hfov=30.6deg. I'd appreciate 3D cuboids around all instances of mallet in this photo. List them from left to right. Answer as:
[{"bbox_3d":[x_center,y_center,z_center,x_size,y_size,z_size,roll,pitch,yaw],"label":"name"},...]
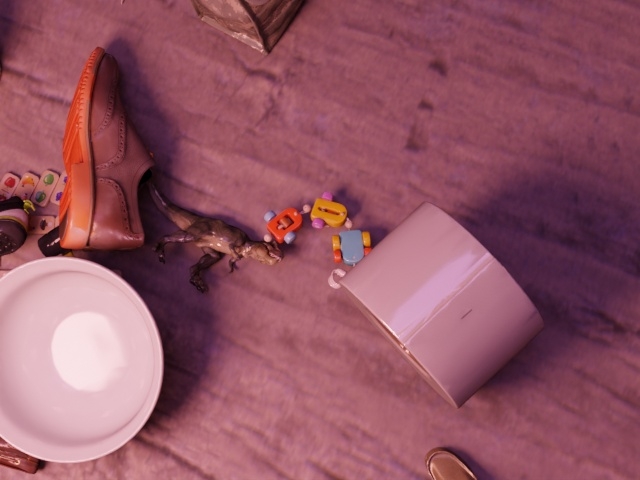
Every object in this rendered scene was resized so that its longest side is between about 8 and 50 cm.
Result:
[{"bbox_3d":[-0.370,0.066,1.791,0.062,0.039,0.189,-23,94,11],"label":"mallet"}]

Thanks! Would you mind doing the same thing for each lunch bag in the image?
[{"bbox_3d":[-0.096,-0.456,1.769,0.169,0.287,0.235,30,81,14],"label":"lunch bag"}]

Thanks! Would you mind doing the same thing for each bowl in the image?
[{"bbox_3d":[-0.354,0.167,1.715,0.298,0.134,0.298,0,93,10],"label":"bowl"}]

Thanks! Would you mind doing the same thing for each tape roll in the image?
[{"bbox_3d":[0.167,0.089,1.623,0.169,0.246,0.246,-43,75,-4],"label":"tape roll"}]

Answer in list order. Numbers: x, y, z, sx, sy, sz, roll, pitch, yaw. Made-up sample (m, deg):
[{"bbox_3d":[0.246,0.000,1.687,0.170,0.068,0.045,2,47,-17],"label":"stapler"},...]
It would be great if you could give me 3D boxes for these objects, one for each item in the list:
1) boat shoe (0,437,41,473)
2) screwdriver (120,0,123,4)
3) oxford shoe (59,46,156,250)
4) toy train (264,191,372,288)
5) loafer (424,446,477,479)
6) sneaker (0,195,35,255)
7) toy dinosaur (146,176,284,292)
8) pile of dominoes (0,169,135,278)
[{"bbox_3d":[-0.517,0.308,1.751,0.207,0.073,0.073,4,75,9],"label":"boat shoe"},{"bbox_3d":[-0.316,-0.473,1.941,0.025,0.024,0.170,19,80,-18],"label":"screwdriver"},{"bbox_3d":[-0.326,-0.139,1.811,0.133,0.130,0.363,9,60,-19],"label":"oxford shoe"},{"bbox_3d":[0.000,0.000,1.763,0.166,0.046,0.125,42,74,17],"label":"toy train"},{"bbox_3d":[0.203,0.353,1.653,0.056,0.050,0.148,-40,75,-3],"label":"loafer"},{"bbox_3d":[-0.554,-0.018,1.839,0.235,0.084,0.097,-7,51,14],"label":"sneaker"},{"bbox_3d":[-0.187,0.002,1.788,0.268,0.064,0.118,28,66,14],"label":"toy dinosaur"},{"bbox_3d":[-0.415,-0.022,1.835,0.251,0.040,0.196,-1,77,7],"label":"pile of dominoes"}]
